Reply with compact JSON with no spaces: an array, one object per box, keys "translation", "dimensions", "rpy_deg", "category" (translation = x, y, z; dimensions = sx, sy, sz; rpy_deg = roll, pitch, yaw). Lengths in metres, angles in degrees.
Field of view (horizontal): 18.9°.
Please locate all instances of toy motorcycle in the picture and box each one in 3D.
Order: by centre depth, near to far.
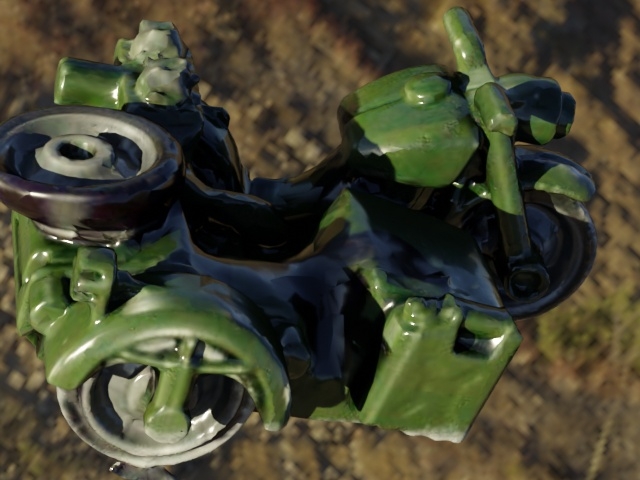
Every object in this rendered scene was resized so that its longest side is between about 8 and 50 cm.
[{"translation":[0.000,0.000,0.749],"dimensions":[0.275,0.127,0.205],"rpy_deg":[7,31,-15],"category":"toy motorcycle"}]
